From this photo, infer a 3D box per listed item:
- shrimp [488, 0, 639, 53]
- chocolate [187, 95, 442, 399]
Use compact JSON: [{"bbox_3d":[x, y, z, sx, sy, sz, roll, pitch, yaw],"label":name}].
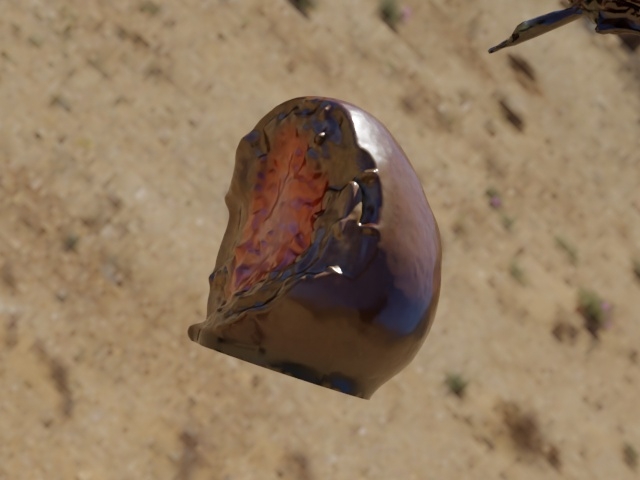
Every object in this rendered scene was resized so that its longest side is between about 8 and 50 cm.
[{"bbox_3d":[0.255,-0.113,0.527,0.166,0.411,0.221,-31,113,-54],"label":"shrimp"},{"bbox_3d":[0.000,0.000,0.855,0.124,0.133,0.127,21,1,26],"label":"chocolate"}]
